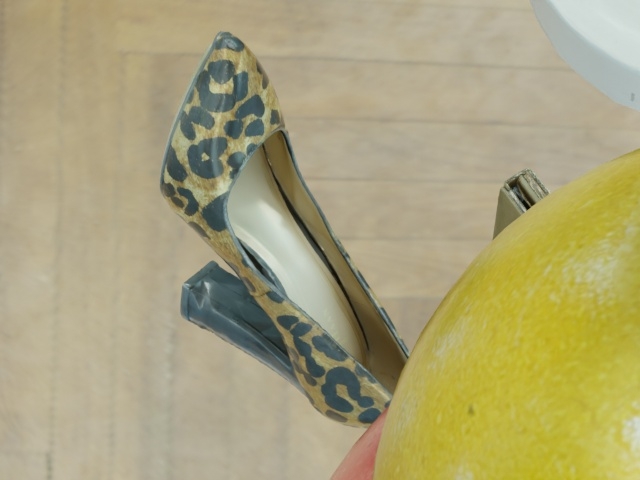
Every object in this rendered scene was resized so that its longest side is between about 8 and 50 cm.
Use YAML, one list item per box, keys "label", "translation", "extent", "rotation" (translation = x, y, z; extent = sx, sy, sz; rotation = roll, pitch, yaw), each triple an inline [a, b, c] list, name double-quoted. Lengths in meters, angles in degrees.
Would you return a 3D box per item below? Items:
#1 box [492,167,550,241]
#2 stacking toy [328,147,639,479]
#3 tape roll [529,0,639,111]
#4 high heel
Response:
- label: "box"
  translation: [0.141, 0.075, 1.059]
  extent: [0.021, 0.201, 0.164]
  rotation: [-29, 65, -15]
- label: "stacking toy"
  translation: [0.117, 0.094, 0.509]
  extent: [0.350, 0.480, 0.350]
  rotation: [2, 49, -2]
- label: "tape roll"
  translation: [0.283, -0.229, 1.438]
  extent: [0.286, 0.100, 0.286]
  rotation: [-1, 78, 6]
- label: "high heel"
  translation: [0.000, 0.000, 1.186]
  extent: [0.186, 0.261, 0.093]
  rotation: [28, 53, 22]
